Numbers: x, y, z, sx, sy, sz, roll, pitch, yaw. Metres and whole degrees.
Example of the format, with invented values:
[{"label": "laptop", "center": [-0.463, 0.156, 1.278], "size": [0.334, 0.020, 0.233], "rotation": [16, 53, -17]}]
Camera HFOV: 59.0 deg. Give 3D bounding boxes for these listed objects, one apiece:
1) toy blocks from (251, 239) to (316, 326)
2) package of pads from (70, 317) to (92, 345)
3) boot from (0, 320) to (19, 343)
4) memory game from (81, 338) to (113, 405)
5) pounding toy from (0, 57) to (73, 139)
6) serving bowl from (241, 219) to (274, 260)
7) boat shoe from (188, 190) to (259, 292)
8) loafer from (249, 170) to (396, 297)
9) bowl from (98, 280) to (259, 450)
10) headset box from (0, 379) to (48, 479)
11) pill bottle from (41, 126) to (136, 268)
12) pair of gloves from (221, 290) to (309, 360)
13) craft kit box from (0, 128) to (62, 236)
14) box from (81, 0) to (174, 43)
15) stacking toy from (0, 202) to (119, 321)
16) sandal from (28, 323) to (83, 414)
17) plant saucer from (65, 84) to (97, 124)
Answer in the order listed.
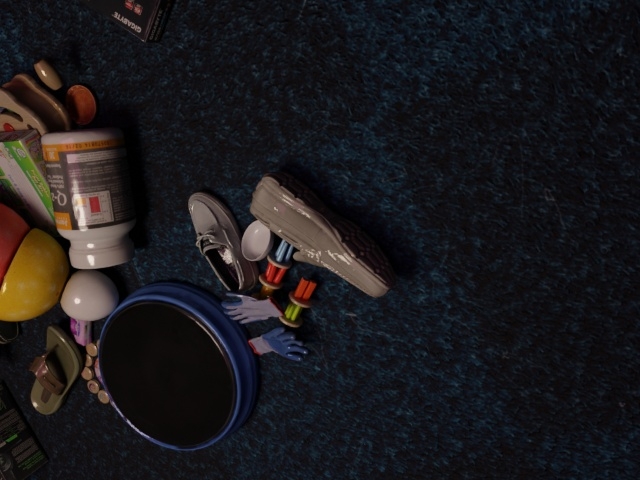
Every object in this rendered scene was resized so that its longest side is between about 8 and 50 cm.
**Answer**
[{"label": "toy blocks", "center": [-0.061, 0.081, 1.122], "size": [0.123, 0.054, 0.148], "rotation": [30, 113, 13]}, {"label": "package of pads", "center": [-0.583, 0.210, 1.377], "size": [0.050, 0.032, 0.083], "rotation": [15, 109, 25]}, {"label": "boot", "center": [-0.765, 0.144, 1.408], "size": [0.178, 0.085, 0.237], "rotation": [-6, 103, 20]}, {"label": "memory game", "center": [-0.520, 0.328, 1.397], "size": [0.186, 0.012, 0.186], "rotation": [6, 107, 21]}, {"label": "pounding toy", "center": [-0.616, -0.288, 1.234], "size": [0.269, 0.155, 0.154], "rotation": [-10, 125, 36]}, {"label": "serving bowl", "center": [-0.120, 0.003, 1.127], "size": [0.083, 0.027, 0.083], "rotation": [-17, 63, 37]}, {"label": "boat shoe", "center": [-0.205, 0.005, 1.144], "size": [0.079, 0.081, 0.228], "rotation": [-30, 92, 26]}, {"label": "loafer", "center": [0.000, 0.000, 1.051], "size": [0.319, 0.112, 0.111], "rotation": [41, 120, 16]}, {"label": "bowl", "center": [-0.327, 0.289, 1.266], "size": [0.390, 0.077, 0.391], "rotation": [5, 105, 19]}, {"label": "headset box", "center": [-0.927, 0.571, 1.561], "size": [0.246, 0.131, 0.283], "rotation": [-27, 94, 26]}, {"label": "pill bottle", "center": [-0.475, -0.091, 1.184], "size": [0.162, 0.162, 0.279], "rotation": [1, 104, 22]}, {"label": "pair of gloves", "center": [-0.115, 0.174, 1.138], "size": [0.159, 0.023, 0.198], "rotation": [-12, 122, 40]}, {"label": "craft kit box", "center": [-0.672, -0.119, 1.260], "size": [0.246, 0.061, 0.250], "rotation": [3, 129, 26]}, {"label": "box", "center": [-0.378, -0.514, 1.091], "size": [0.220, 0.051, 0.175], "rotation": [35, 114, 10]}, {"label": "stacking toy", "center": [-0.677, 0.066, 1.218], "size": [0.479, 0.351, 0.351], "rotation": [22, 114, -15]}, {"label": "sandal", "center": [-0.678, 0.340, 1.418], "size": [0.120, 0.086, 0.303], "rotation": [35, 117, 16]}, {"label": "plant saucer", "center": [-0.517, -0.294, 1.227], "size": [0.083, 0.013, 0.084], "rotation": [6, 107, 20]}]
